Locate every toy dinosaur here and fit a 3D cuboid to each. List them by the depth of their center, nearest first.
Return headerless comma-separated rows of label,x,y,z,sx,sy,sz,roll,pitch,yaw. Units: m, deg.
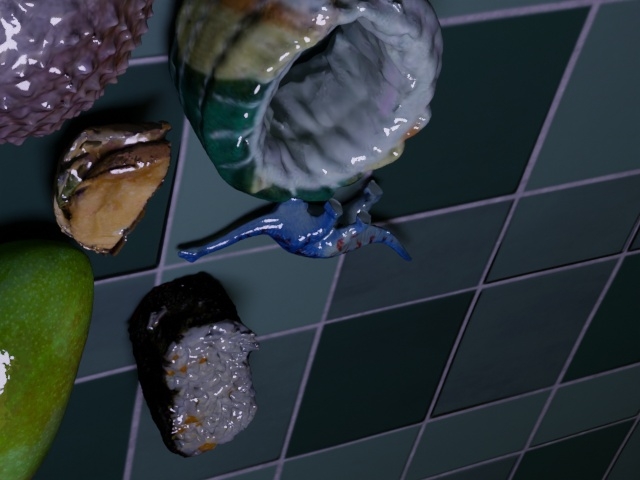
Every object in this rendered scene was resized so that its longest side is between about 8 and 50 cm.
toy dinosaur,0.003,-0.019,1.672,0.329,0.076,0.144,-1,142,-32

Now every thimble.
thimble,-0.016,-0.179,1.380,0.254,0.167,0.288,-23,145,-12

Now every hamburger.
hamburger,-0.230,-0.066,1.444,0.102,0.087,0.176,13,134,-30

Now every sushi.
sushi,-0.156,0.156,1.726,0.136,0.126,0.225,-15,141,-20

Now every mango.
mango,-0.371,0.156,1.515,0.225,0.201,0.382,31,103,-28

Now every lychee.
lychee,-0.250,-0.217,1.066,0.300,0.300,0.300,-19,143,-15
